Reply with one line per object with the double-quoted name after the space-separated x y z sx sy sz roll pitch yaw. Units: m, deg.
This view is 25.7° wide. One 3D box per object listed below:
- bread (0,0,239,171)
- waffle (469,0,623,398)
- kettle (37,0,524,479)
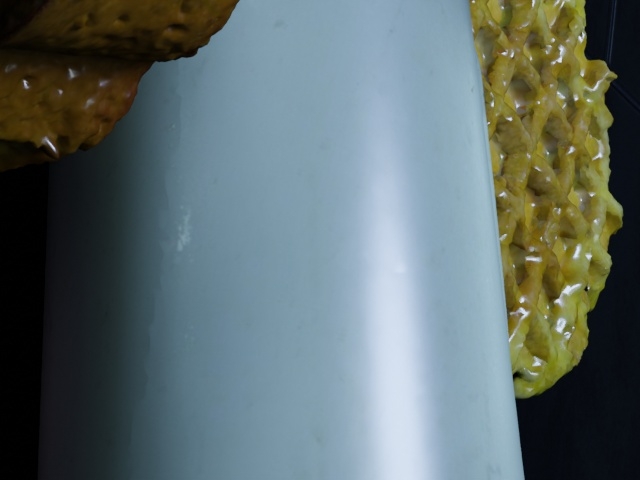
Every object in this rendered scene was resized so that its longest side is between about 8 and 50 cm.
-0.129 -0.135 0.510 0.135 0.247 0.232 16 85 -47 "bread"
0.110 -0.057 0.919 0.302 0.068 0.325 -10 90 -51 "waffle"
0.003 -0.005 0.634 0.265 0.205 0.318 3 71 -23 "kettle"
